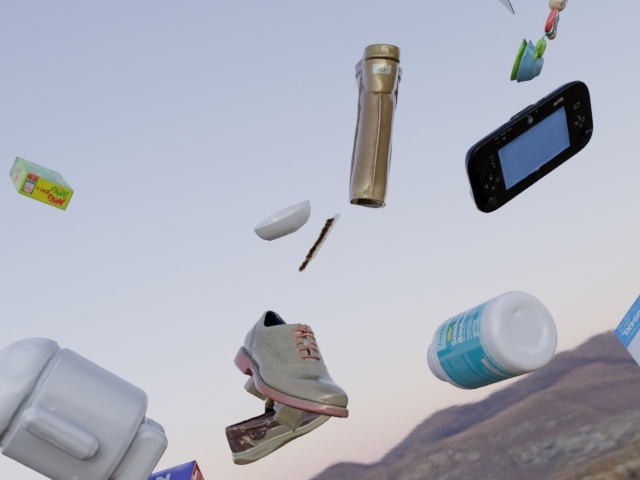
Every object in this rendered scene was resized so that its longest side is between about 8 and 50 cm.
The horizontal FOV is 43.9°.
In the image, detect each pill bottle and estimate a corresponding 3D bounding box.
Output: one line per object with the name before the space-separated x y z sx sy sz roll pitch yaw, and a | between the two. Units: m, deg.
pill bottle | 0.304 0.195 1.479 0.146 0.146 0.264 -10 -15 -29

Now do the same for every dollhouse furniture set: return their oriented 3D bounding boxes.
dollhouse furniture set | -0.097 0.303 1.738 0.151 0.123 0.144 34 -93 -25

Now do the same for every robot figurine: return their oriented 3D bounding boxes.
robot figurine | -0.438 0.298 1.354 0.200 0.353 0.300 -60 12 -12

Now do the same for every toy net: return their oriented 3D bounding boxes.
toy net | 0.370 -0.371 1.297 0.045 0.232 0.122 20 -15 17

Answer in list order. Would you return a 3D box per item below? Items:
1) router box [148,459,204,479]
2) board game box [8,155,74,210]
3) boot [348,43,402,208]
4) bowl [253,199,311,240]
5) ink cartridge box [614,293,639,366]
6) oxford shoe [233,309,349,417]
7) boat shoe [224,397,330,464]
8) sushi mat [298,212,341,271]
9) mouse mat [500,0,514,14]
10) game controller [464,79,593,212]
router box | -0.337 0.604 1.481 0.335 0.301 0.082 -18 14 2
board game box | -0.542 -0.112 1.536 0.092 0.043 0.181 23 4 -30
boot | 0.092 -0.191 1.430 0.089 0.270 0.236 5 -4 7
bowl | -0.095 -0.047 2.106 0.142 0.053 0.142 -19 12 27
ink cartridge box | 0.471 0.157 0.959 0.148 0.203 0.086 24 -69 -12
oxford shoe | -0.050 0.211 1.403 0.123 0.130 0.348 21 0 -33
boat shoe | -0.093 0.439 2.017 0.342 0.123 0.123 -23 2 -31
sushi mat | 0.000 0.000 1.971 0.151 0.019 0.316 -59 -1 5
mouse mat | 0.279 -0.474 1.396 0.007 0.153 0.189 -44 -18 15
game controller | 0.420 -0.189 1.589 0.319 0.067 0.166 -34 -42 -14
